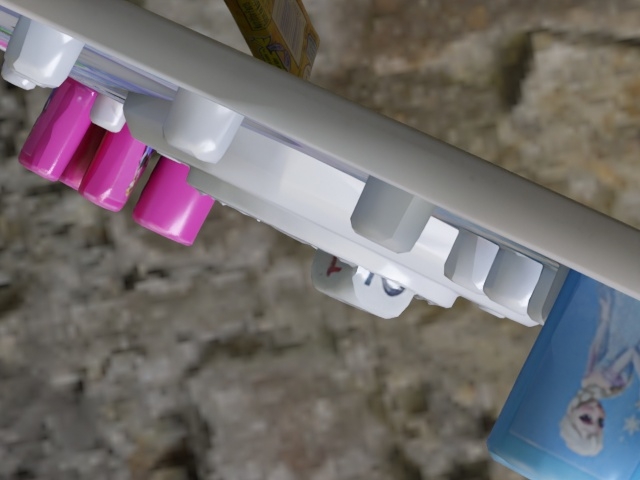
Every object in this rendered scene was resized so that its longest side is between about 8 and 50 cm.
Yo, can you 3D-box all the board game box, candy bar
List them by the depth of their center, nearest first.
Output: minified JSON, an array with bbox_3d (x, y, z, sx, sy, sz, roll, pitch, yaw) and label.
[{"bbox_3d":[0.000,0.000,0.558,0.050,0.390,0.390,-65,157,0],"label":"board game box"},{"bbox_3d":[-0.027,-0.093,0.659,0.161,0.018,0.040,60,37,-61],"label":"candy bar"}]
